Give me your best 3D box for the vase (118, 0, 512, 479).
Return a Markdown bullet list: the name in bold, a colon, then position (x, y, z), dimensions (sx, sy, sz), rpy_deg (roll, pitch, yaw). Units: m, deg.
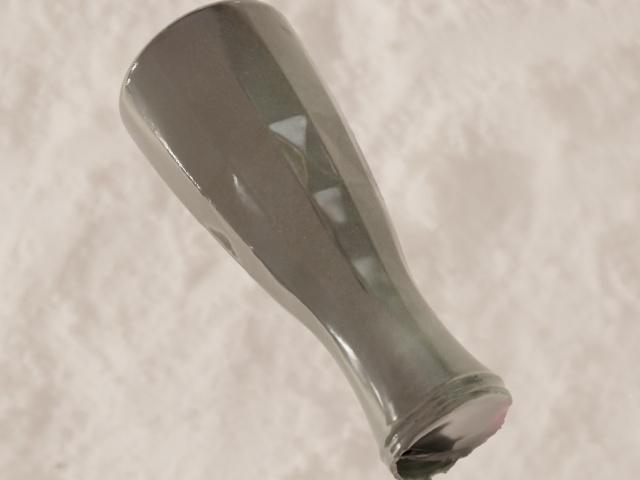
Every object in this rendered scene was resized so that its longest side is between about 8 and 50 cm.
- **vase**: position (0.000, 0.000, 0.782), dimensions (0.086, 0.086, 0.214), rpy_deg (-41, 61, 11)
